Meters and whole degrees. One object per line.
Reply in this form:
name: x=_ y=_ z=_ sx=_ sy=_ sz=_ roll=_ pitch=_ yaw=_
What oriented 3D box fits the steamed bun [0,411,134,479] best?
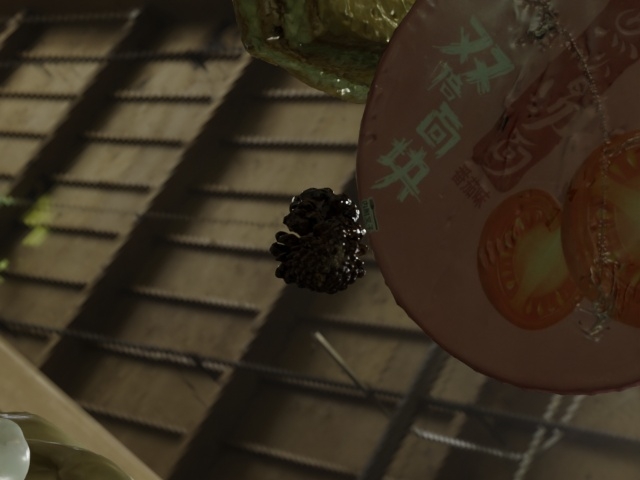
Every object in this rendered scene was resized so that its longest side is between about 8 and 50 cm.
steamed bun: x=-0.194 y=0.275 z=0.705 sx=0.325 sy=0.230 sz=0.372 roll=-14 pitch=-126 yaw=-15

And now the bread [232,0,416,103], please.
bread: x=0.011 y=-0.170 z=0.929 sx=0.102 sy=0.196 sz=0.138 roll=-20 pitch=-101 yaw=28

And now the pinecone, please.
pinecone: x=0.000 y=0.000 z=1.105 sx=0.077 sy=0.077 sz=0.083 roll=-24 pitch=-142 yaw=22

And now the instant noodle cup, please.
instant noodle cup: x=0.178 y=-0.037 z=0.794 sx=0.243 sy=0.231 sz=0.243 roll=-3 pitch=-95 yaw=32

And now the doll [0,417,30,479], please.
doll: x=-0.130 y=0.062 z=0.323 sx=0.129 sy=0.207 sz=0.081 roll=-25 pitch=-131 yaw=-21
